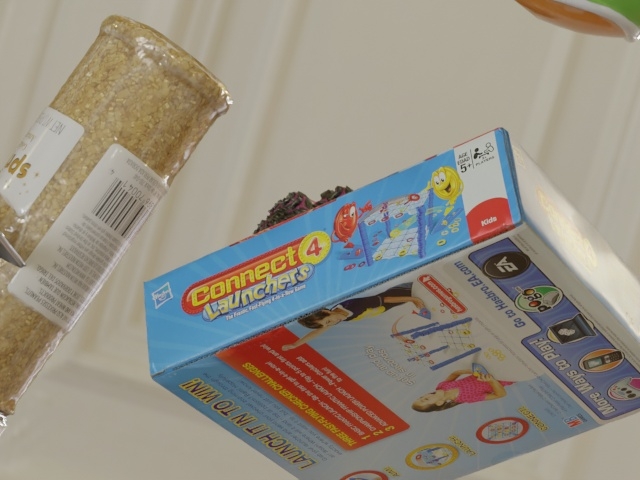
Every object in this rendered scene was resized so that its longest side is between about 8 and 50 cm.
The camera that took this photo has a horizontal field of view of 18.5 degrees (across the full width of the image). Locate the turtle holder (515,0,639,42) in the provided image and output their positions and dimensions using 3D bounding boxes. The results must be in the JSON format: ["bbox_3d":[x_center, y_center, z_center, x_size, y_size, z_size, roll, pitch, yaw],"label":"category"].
[{"bbox_3d":[0.220,-0.310,1.517,0.227,0.320,0.243,-1,37,4],"label":"turtle holder"}]

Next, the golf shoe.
[{"bbox_3d":[0.000,0.000,1.837,0.086,0.067,0.186,44,-18,-20],"label":"golf shoe"}]

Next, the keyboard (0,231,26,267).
[{"bbox_3d":[-0.330,-0.042,1.427,0.256,0.014,0.072,24,-10,16],"label":"keyboard"}]

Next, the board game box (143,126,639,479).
[{"bbox_3d":[0.076,0.075,1.488,0.302,0.086,0.308,-23,-37,21],"label":"board game box"}]

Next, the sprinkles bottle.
[{"bbox_3d":[-0.212,0.001,1.503,0.121,0.355,0.121,34,-6,4],"label":"sprinkles bottle"}]
